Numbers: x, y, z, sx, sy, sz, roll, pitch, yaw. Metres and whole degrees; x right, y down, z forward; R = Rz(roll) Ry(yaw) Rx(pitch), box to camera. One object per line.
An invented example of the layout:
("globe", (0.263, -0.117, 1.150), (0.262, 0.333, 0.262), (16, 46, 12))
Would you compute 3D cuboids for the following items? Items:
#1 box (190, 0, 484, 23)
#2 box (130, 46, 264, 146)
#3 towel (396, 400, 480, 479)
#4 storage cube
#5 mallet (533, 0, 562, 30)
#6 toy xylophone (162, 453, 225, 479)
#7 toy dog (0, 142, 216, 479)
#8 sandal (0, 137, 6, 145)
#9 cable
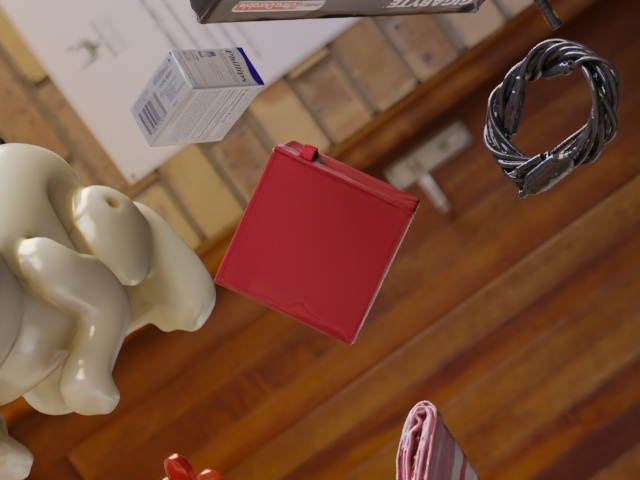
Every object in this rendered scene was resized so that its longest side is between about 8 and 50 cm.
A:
("box", (0.082, -0.269, 1.066), (0.293, 0.295, 0.073), (-42, 63, 48))
("box", (-0.171, -0.199, 1.977), (0.137, 0.126, 0.072), (-9, -119, -46))
("towel", (0.128, 0.333, 1.314), (0.329, 0.037, 0.237), (59, -145, -45))
("storage cube", (0.000, 0.000, 1.831), (0.193, 0.215, 0.183), (24, -171, 3))
("mallet", (0.209, -0.315, 1.576), (0.190, 0.039, 0.062), (58, -164, 5))
("toy xylophone", (-0.070, 0.368, 1.555), (0.322, 0.081, 0.236), (11, 125, 39))
("toy dog", (-0.339, 0.040, 1.434), (0.395, 0.284, 0.408), (65, -160, -2))
("sandal", (-0.421, -0.073, 1.971), (0.067, 0.040, 0.179), (19, 137, 37))
("cable", (0.250, -0.141, 1.533), (0.047, 0.184, 0.151), (9, -127, -34))
